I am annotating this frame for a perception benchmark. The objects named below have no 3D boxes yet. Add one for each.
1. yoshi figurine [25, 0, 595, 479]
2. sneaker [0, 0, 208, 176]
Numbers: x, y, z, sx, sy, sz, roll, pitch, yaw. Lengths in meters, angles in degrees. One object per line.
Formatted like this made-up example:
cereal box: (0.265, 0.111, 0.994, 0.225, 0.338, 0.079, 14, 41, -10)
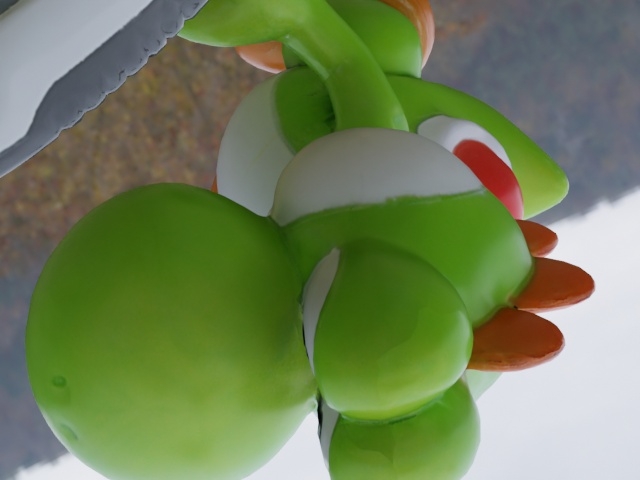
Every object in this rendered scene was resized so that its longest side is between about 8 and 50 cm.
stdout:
yoshi figurine: (-0.027, -0.009, 0.661, 0.203, 0.203, 0.362, -41, -163, 13)
sneaker: (-0.159, -0.071, 0.294, 0.295, 0.178, 0.124, -34, -153, -26)
